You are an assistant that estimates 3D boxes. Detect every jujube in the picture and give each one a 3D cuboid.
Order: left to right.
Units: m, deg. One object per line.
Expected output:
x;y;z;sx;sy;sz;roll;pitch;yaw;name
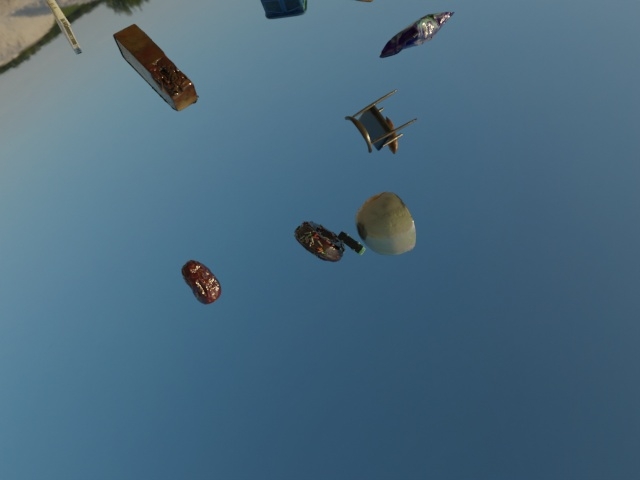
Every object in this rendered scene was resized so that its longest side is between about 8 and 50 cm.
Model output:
-0.320;0.110;1.107;0.077;0.129;0.077;-31;-163;11;jujube

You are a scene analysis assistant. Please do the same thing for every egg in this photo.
0.274;-0.057;1.916;0.201;0.337;0.337;-23;-144;-14;egg

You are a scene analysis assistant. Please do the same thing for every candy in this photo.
0.293;-0.631;1.261;0.145;0.070;0.275;-4;-147;49;candy

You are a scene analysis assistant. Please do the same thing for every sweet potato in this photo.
0.370;-0.556;2.157;0.065;0.051;0.218;145;-60;-61;sweet potato

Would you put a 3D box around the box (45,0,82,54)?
-0.896;-0.753;1.441;0.029;0.109;0.198;-32;180;-18;box

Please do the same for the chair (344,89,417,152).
0.243;-0.497;1.792;0.272;0.188;0.166;-32;176;-20;chair

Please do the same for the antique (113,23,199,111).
-0.516;-0.542;1.302;0.087;0.093;0.310;-40;-104;-19;antique

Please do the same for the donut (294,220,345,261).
0.000;0.000;1.979;0.103;0.269;0.270;-55;-144;15;donut

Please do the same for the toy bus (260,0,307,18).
-0.129;-0.922;1.361;0.152;0.190;0.312;-2;-105;12;toy bus

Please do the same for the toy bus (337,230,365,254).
0.088;0.007;1.191;0.083;0.037;0.031;37;-88;25;toy bus

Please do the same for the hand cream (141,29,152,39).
-0.635;-0.707;1.448;0.062;0.039;0.163;-48;-164;3;hand cream
